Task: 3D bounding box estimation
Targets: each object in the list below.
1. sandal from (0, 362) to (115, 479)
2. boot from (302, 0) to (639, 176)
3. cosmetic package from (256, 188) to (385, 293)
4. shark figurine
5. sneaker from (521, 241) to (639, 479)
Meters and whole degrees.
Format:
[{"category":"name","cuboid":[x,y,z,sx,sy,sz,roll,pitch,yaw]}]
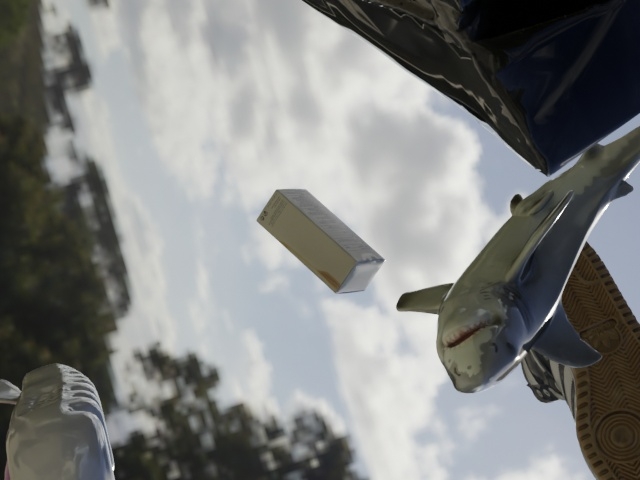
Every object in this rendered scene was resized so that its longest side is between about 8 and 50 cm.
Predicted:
[{"category":"sandal","cuboid":[-0.154,0.143,0.837,0.416,0.102,0.169,128,-49,-75]},{"category":"boot","cuboid":[-0.031,-0.247,0.887,0.367,0.146,0.445,47,-1,-34]},{"category":"cosmetic package","cuboid":[0.000,0.000,1.616,0.115,0.041,0.060,43,21,24]},{"category":"shark figurine","cuboid":[0.163,0.016,1.059,0.116,0.278,0.166,49,-22,-11]},{"category":"sneaker","cuboid":[0.248,0.139,1.461,0.153,0.099,0.282,79,-8,-58]}]
